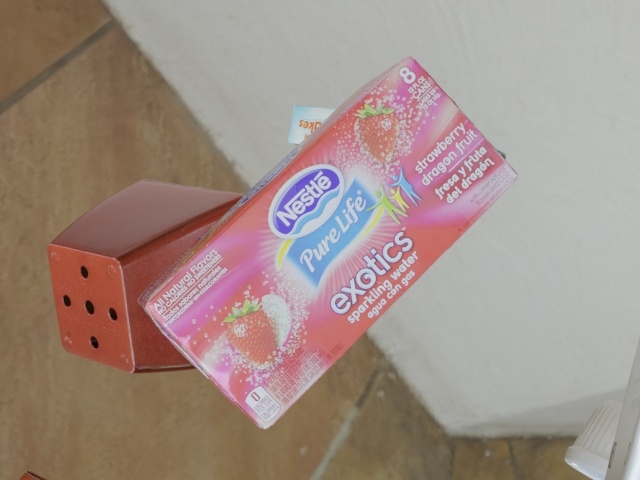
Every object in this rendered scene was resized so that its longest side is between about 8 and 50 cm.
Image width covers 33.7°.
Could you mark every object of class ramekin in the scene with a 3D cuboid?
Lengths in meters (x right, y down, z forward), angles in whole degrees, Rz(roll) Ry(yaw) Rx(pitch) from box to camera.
[{"bbox_3d":[0.470,0.316,1.526,0.207,0.207,0.109,34,79,-31],"label":"ramekin"}]

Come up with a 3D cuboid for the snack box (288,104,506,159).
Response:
[{"bbox_3d":[0.119,-0.130,1.508,0.322,0.187,0.060,11,88,-58],"label":"snack box"}]

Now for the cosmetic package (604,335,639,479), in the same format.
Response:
[{"bbox_3d":[0.255,0.231,0.703,0.217,0.156,0.385,46,61,-73],"label":"cosmetic package"}]

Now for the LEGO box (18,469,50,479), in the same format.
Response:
[{"bbox_3d":[-0.290,0.565,1.333,0.372,0.500,0.193,-52,141,-30],"label":"LEGO box"}]

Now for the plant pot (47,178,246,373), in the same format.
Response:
[{"bbox_3d":[-0.270,0.071,1.650,0.235,0.267,0.267,-23,115,-45],"label":"plant pot"}]

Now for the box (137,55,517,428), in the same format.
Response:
[{"bbox_3d":[0.000,0.000,0.769,0.257,0.128,0.122,-44,98,-9],"label":"box"}]
